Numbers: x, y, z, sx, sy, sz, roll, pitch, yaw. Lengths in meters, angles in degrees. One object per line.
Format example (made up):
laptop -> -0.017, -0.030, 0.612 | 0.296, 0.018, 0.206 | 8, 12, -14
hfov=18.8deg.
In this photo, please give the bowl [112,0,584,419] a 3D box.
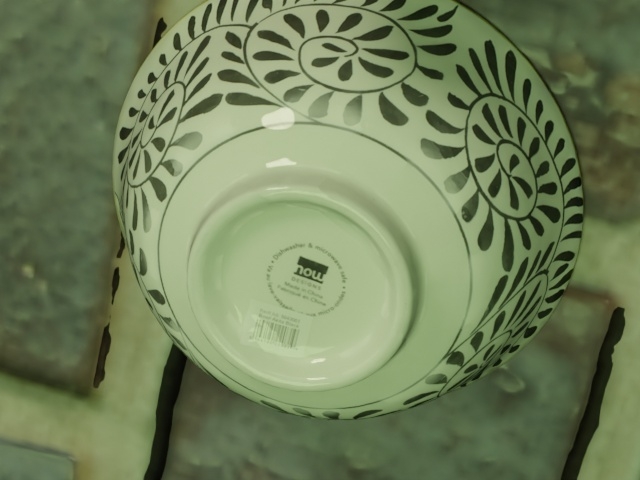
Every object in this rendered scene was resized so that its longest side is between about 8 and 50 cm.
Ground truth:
bowl -> 0.000, 0.000, 0.650 | 0.170, 0.080, 0.170 | 5, 115, 11
